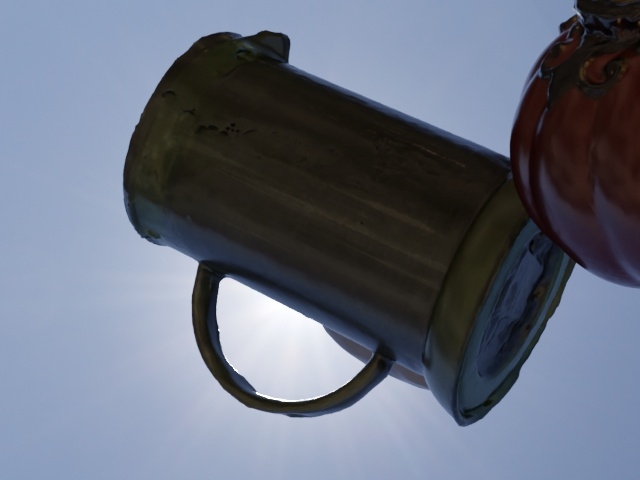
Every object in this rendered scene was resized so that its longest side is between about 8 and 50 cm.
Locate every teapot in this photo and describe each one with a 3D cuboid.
[{"bbox_3d":[0.000,0.000,0.927,0.337,0.200,0.270,27,-89,24],"label":"teapot"}]

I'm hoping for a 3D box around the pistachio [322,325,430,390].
[{"bbox_3d":[0.087,0.086,1.311,0.223,0.152,0.126,33,-84,21],"label":"pistachio"}]

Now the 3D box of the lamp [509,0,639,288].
[{"bbox_3d":[0.216,-0.073,0.687,0.227,0.227,0.226,-16,-125,25],"label":"lamp"}]
